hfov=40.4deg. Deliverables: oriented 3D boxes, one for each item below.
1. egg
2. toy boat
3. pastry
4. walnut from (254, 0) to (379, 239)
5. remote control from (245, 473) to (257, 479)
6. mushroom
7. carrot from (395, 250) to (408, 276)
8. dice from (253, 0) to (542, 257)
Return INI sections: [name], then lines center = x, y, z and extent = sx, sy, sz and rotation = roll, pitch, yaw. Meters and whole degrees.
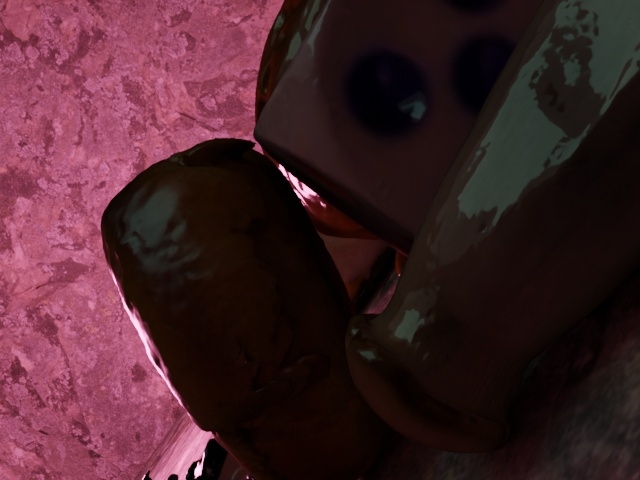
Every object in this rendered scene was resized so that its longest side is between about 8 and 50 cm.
[egg]
center = 0.000, 0.000, 1.369
extent = 0.337, 0.201, 0.337
rotation = -53, 5, 7
[toy boat]
center = -0.137, 0.314, 1.032
extent = 0.269, 0.141, 0.141
rotation = -36, 15, 32
[pastry]
center = -0.054, 0.061, 0.774
extent = 0.163, 0.356, 0.356
rotation = -32, 6, 2
[walnut]
center = 0.091, -0.186, 0.996
extent = 0.398, 0.307, 0.354
rotation = -64, -8, 4
[remote control]
center = -0.177, 0.382, 0.855
extent = 0.399, 0.062, 0.144
rotation = -44, 23, 4
[mushroom]
center = 0.160, -0.053, 0.503
extent = 0.137, 0.154, 0.408
rotation = 17, -76, -53
[carrot]
center = 0.118, 0.002, 1.160
extent = 0.035, 0.035, 0.142
rotation = -51, 14, 45
[dice]
center = 0.107, -0.110, 0.698
extent = 0.243, 0.251, 0.259
rotation = -55, 4, 1
